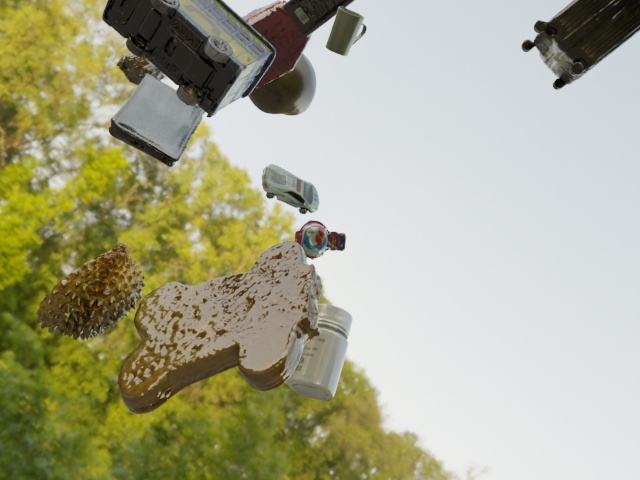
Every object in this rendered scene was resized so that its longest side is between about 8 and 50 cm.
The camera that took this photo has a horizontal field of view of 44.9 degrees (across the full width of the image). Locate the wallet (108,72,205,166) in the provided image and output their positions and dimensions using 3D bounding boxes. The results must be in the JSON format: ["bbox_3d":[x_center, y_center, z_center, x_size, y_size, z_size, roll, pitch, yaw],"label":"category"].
[{"bbox_3d":[-0.360,-0.271,1.728,0.167,0.222,0.036,28,-46,-11],"label":"wallet"}]

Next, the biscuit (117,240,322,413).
[{"bbox_3d":[-0.179,0.170,1.434,0.368,0.393,0.076,-93,160,-55],"label":"biscuit"}]

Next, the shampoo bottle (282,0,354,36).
[{"bbox_3d":[0.058,-0.622,1.868,0.309,0.071,0.098,-31,-73,26],"label":"shampoo bottle"}]

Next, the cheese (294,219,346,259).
[{"bbox_3d":[0.000,0.000,1.863,0.038,0.145,0.095,9,-86,57],"label":"cheese"}]

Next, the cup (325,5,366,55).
[{"bbox_3d":[0.051,-0.414,1.537,0.054,0.075,0.083,30,-65,15],"label":"cup"}]

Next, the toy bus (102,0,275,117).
[{"bbox_3d":[-0.249,-0.390,1.478,0.287,0.175,0.138,42,-55,0],"label":"toy bus"}]

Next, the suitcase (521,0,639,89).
[{"bbox_3d":[0.634,-0.502,1.710,0.152,0.335,0.229,52,6,2],"label":"suitcase"}]

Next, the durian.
[{"bbox_3d":[-0.493,0.135,1.680,0.138,0.249,0.183,51,3,1],"label":"durian"}]

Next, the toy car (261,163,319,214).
[{"bbox_3d":[-0.078,-0.142,2.138,0.204,0.095,0.056,24,-35,-33],"label":"toy car"}]

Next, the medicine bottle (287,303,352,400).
[{"bbox_3d":[0.004,0.318,2.216,0.144,0.252,0.144,16,-26,8],"label":"medicine bottle"}]

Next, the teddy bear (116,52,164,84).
[{"bbox_3d":[-0.382,-0.458,1.900,0.181,0.251,0.129,12,-58,33],"label":"teddy bear"}]

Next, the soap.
[{"bbox_3d":[-0.147,-0.549,2.154,0.182,0.289,0.112,60,6,-32],"label":"soap"}]

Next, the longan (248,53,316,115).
[{"bbox_3d":[-0.123,-0.497,2.431,0.248,0.248,0.248,40,-20,17],"label":"longan"}]
